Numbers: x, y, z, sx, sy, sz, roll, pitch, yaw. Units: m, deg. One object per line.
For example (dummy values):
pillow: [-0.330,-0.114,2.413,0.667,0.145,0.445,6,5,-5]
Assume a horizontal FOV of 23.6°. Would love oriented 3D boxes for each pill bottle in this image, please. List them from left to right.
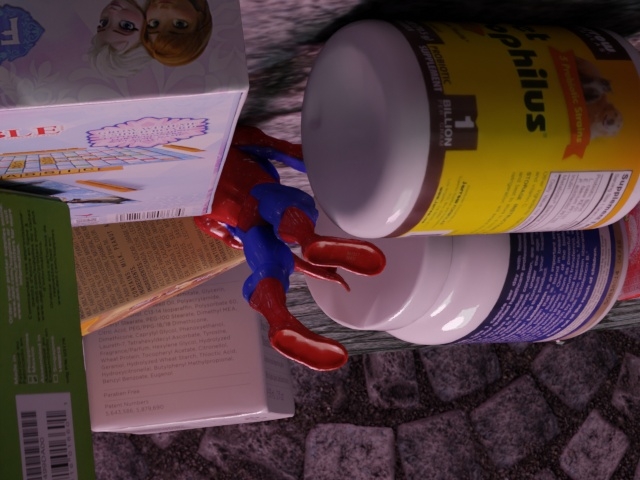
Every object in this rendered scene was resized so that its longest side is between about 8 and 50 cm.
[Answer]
pill bottle: [0.116,0.007,1.218,0.153,0.153,0.265,-14,169,40]
pill bottle: [0.106,-0.063,0.855,0.215,0.117,0.117,-3,171,-29]

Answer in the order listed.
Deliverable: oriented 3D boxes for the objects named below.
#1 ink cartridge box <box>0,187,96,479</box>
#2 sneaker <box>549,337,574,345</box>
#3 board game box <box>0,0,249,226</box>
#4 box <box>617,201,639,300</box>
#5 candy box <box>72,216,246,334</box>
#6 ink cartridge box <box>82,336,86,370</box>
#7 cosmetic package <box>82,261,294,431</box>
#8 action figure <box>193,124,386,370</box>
ink cartridge box: [-0.259,0.085,0.833,0.255,0.188,0.097,-9,173,21]
sneaker: [0.266,0.047,1.686,0.086,0.132,0.228,-7,172,-1]
board game box: [-0.208,-0.056,0.803,0.319,0.065,0.318,-6,172,-9]
box: [0.340,-0.031,1.251,0.128,0.122,0.257,-5,171,-15]
candy box: [-0.220,0.042,1.099,0.316,0.087,0.183,-23,179,-28]
ink cartridge box: [-0.256,0.117,1.849,0.208,0.045,0.206,-15,-175,46]
cosmetic package: [-0.115,0.069,1.327,0.151,0.183,0.151,-7,172,7]
action figure: [0.000,0.000,0.971,0.139,0.091,0.280,18,-166,-24]
